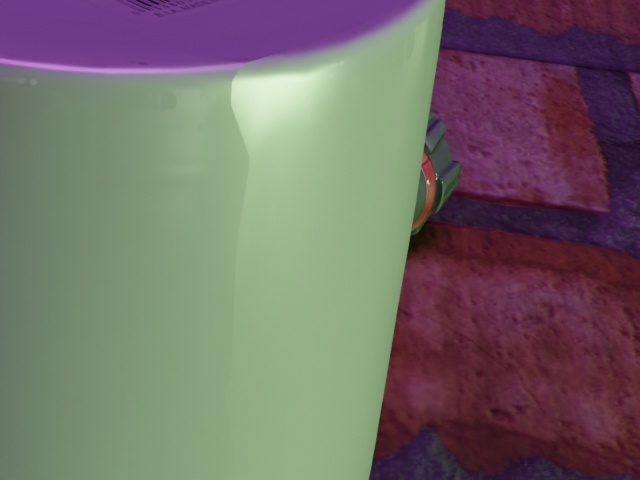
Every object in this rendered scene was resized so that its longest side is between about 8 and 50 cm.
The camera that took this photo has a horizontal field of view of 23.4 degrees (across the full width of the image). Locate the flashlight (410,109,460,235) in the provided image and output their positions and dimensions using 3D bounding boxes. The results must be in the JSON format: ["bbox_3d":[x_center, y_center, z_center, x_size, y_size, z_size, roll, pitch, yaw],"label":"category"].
[{"bbox_3d":[0.000,0.000,1.066,0.103,0.103,0.304,22,33,15],"label":"flashlight"}]

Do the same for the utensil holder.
[{"bbox_3d":[-0.120,0.021,0.740,0.327,0.386,0.328,6,32,-4],"label":"utensil holder"}]
